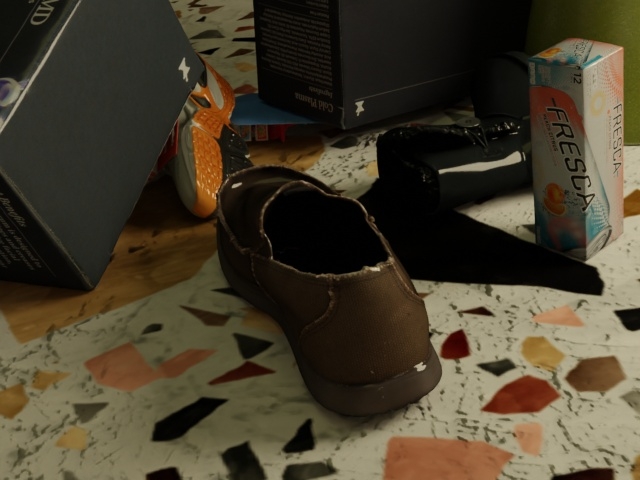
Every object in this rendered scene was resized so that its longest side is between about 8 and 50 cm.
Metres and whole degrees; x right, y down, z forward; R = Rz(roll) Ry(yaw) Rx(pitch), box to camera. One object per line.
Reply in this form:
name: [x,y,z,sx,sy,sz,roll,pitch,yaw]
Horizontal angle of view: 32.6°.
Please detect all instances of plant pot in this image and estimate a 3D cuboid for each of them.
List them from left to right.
plant pot: [0.355,-0.294,1.217,0.275,0.293,0.274,-6,28,3]

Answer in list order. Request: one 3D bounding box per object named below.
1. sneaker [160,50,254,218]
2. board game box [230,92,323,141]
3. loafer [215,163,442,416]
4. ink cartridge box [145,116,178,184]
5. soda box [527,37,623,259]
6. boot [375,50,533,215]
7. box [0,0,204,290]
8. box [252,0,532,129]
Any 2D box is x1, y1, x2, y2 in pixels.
sneaker: [-0.151,-0.098,1.217,0.121,0.099,0.262,-38,36,20]
board game box: [-0.041,-0.146,1.325,0.169,0.033,0.133,-1,23,1]
loafer: [0.000,0.000,0.918,0.134,0.130,0.366,-17,28,-17]
ink cartridge box: [-0.193,-0.091,1.163,0.115,0.029,0.062,-36,44,39]
soda box: [0.225,-0.080,0.955,0.063,0.183,0.058,-30,34,-34]
boot: [0.151,-0.118,1.145,0.207,0.094,0.246,-11,33,-15]
box: [-0.371,-0.141,1.098,0.396,0.212,0.293,5,55,23]
box: [0.100,-0.332,1.308,0.343,0.312,0.179,-18,27,-33]
